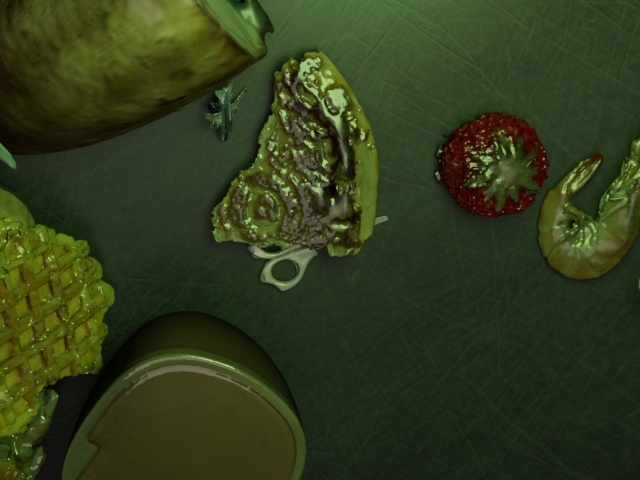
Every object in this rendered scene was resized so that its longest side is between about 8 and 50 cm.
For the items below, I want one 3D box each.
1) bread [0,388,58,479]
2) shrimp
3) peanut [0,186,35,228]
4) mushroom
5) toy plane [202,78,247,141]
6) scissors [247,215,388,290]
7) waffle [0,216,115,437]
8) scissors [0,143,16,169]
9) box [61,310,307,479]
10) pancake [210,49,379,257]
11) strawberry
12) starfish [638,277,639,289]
[{"bbox_3d":[-0.518,0.191,1.425,0.370,0.191,0.314,14,102,-27],"label":"bread"},{"bbox_3d":[0.374,-0.056,1.518,0.133,0.053,0.236,27,109,6],"label":"shrimp"},{"bbox_3d":[-0.456,-0.068,1.377,0.274,0.111,0.125,42,133,-20],"label":"peanut"},{"bbox_3d":[-0.273,-0.194,1.271,0.397,0.313,0.224,-28,106,10],"label":"mushroom"},{"bbox_3d":[-0.121,-0.160,1.420,0.031,0.078,0.083,35,139,22],"label":"toy plane"},{"bbox_3d":[0.000,0.000,1.507,0.189,0.015,0.100,-20,111,-2],"label":"scissors"},{"bbox_3d":[-0.356,0.111,1.382,0.051,0.291,0.291,12,112,30],"label":"waffle"},{"bbox_3d":[-0.457,-0.191,1.254,0.256,0.029,0.383,-41,79,31],"label":"scissors"},{"bbox_3d":[-0.175,0.244,1.466,0.301,0.216,0.301,-2,108,-7],"label":"box"},{"bbox_3d":[-0.041,-0.085,1.454,0.244,0.057,0.266,-25,104,9],"label":"pancake"},{"bbox_3d":[0.224,-0.096,1.460,0.145,0.086,0.145,-3,110,-7],"label":"strawberry"},{"bbox_3d":[0.602,0.009,1.532,0.375,0.094,0.327,-22,120,-5],"label":"starfish"}]
